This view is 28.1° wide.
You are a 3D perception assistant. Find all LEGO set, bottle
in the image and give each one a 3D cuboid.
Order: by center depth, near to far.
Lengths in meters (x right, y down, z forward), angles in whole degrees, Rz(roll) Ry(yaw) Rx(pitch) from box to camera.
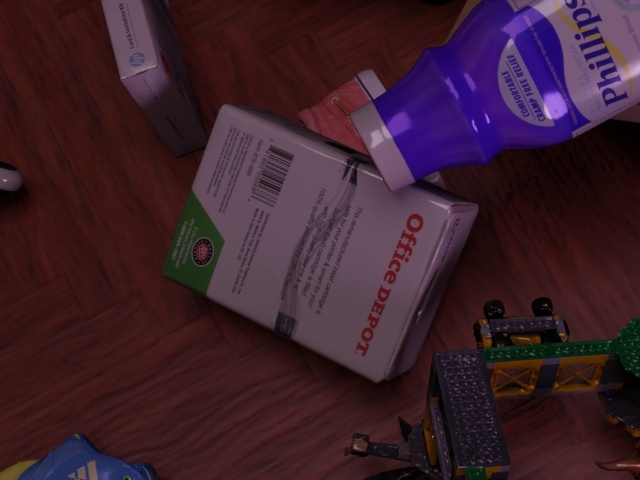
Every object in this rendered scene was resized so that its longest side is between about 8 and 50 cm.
[{"bbox_3d":[0.174,0.222,0.887,0.255,0.192,0.331,-9,49,-10],"label":"LEGO set"},{"bbox_3d":[0.159,-0.129,0.910,0.283,0.092,0.118,-28,106,4],"label":"bottle"}]

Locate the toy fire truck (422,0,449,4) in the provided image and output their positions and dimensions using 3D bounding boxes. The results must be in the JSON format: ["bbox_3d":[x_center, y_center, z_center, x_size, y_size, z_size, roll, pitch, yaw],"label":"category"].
[{"bbox_3d":[0.053,-0.352,1.171,0.217,0.158,0.246,9,79,15],"label":"toy fire truck"}]

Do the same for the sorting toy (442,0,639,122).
[{"bbox_3d":[0.262,-0.187,1.041,0.257,0.089,0.255,13,63,32],"label":"sorting toy"}]

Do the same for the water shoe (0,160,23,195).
[{"bbox_3d":[-0.361,-0.033,1.147,0.203,0.073,0.080,-1,93,10],"label":"water shoe"}]

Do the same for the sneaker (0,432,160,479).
[{"bbox_3d":[-0.154,0.238,0.966,0.126,0.091,0.240,-42,65,-10],"label":"sneaker"}]

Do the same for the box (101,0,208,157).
[{"bbox_3d":[-0.154,-0.185,1.122,0.038,0.145,0.186,-21,65,4],"label":"box"}]

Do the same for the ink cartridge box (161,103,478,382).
[{"bbox_3d":[0.000,0.000,1.014,0.208,0.087,0.153,26,102,19],"label":"ink cartridge box"}]

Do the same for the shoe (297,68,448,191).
[{"bbox_3d":[0.048,-0.060,1.078,0.081,0.063,0.178,-30,62,1],"label":"shoe"}]
